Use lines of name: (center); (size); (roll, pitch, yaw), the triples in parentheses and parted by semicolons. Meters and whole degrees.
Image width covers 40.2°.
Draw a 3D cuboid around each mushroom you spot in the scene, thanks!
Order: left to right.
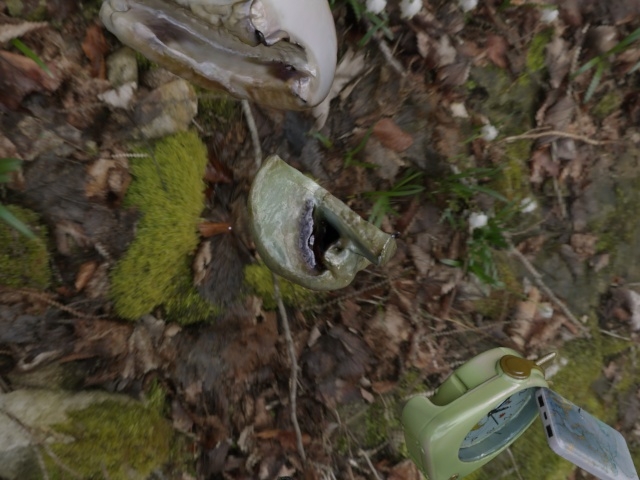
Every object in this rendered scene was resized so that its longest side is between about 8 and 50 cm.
mushroom: (-0.188, -0.400, 1.601); (0.397, 0.314, 0.224); (9, 69, 26)
mushroom: (-0.004, 0.000, 1.664); (0.292, 0.217, 0.212); (26, 78, 11)

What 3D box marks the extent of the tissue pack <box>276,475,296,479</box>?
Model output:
tissue pack: (0.040, 0.253, 0.512); (0.257, 0.185, 0.081); (24, 106, 18)

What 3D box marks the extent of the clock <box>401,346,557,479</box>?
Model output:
clock: (0.336, 0.345, 1.804); (0.348, 0.286, 0.117); (-31, 53, -13)

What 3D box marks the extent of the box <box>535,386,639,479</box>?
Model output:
box: (0.524, 0.394, 1.708); (0.285, 0.142, 0.044); (32, 125, -31)
